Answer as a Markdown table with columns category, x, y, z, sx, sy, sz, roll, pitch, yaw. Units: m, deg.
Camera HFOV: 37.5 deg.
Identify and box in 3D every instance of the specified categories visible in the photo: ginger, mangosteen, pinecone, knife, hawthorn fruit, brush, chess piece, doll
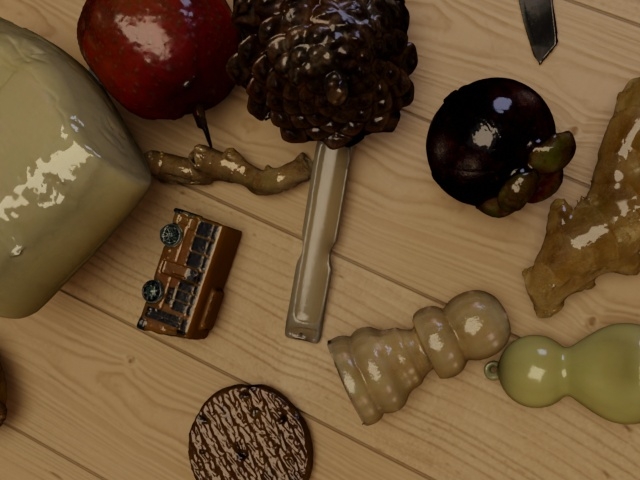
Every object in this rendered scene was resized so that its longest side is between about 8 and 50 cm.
| category | x | y | z | sx | sy | sz | roll | pitch | yaw |
| --- | --- | --- | --- | --- | --- | --- | --- | --- | --- |
| ginger | 0.442 | -0.068 | 1.337 | 0.348 | 0.122 | 0.363 | -13 | 92 | 4 |
| mangosteen | 0.250 | -0.132 | 1.349 | 0.209 | 0.210 | 0.210 | -1 | 85 | 14 |
| pinecone | -0.002 | -0.300 | 1.393 | 0.242 | 0.298 | 0.296 | -27 | 47 | 49 |
| knife | 0.330 | -0.383 | 1.441 | 0.060 | 0.028 | 0.231 | -6 | 87 | 26 |
| hawthorn fruit | -0.237 | -0.279 | 1.470 | 0.254 | 0.254 | 0.300 | -20 | 97 | 12 |
| brush | 0.000 | 0.000 | 1.483 | 0.060 | 0.050 | 0.321 | 11 | 96 | 12 |
| ginger | -0.150 | -0.118 | 1.513 | 0.288 | 0.075 | 0.089 | 3 | 128 | 13 |
| chess piece | 0.152 | 0.156 | 1.390 | 0.260 | 0.143 | 0.143 | -27 | 80 | 6 |
| doll | 0.382 | 0.187 | 1.342 | 0.296 | 0.117 | 0.141 | -2 | 78 | 28 |

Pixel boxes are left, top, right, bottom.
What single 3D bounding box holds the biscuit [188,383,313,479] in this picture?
| category | x | y | z | sx | sy | sz | roll | pitch | yaw |
| --- | --- | --- | --- | --- | --- | --- | --- | --- | --- |
| biscuit | -0.109 | 0.331 | 1.485 | 0.212 | 0.036 | 0.212 | -1 | 87 | 14 |

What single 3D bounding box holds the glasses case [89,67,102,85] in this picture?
| category | x | y | z | sx | sy | sz | roll | pitch | yaw |
| --- | --- | --- | --- | --- | --- | --- | --- | --- | --- |
| glasses case | -0.350 | -0.349 | 1.594 | 0.067 | 0.045 | 0.179 | 6 | 88 | 15 |

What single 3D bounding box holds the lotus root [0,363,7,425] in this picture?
| category | x | y | z | sx | sy | sz | roll | pitch | yaw |
| --- | --- | --- | --- | --- | --- | --- | --- | --- | --- |
| lotus root | -0.643 | 0.214 | 1.558 | 0.291 | 0.193 | 0.193 | 43 | 96 | 14 |

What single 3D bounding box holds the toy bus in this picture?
| category | x | y | z | sx | sy | sz | roll | pitch | yaw |
| --- | --- | --- | --- | --- | --- | --- | --- | --- | --- |
| toy bus | -0.206 | 0.061 | 1.500 | 0.114 | 0.098 | 0.201 | 18 | 89 | 15 |

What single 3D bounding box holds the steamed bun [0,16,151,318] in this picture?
| category | x | y | z | sx | sy | sz | roll | pitch | yaw |
| --- | --- | --- | --- | --- | --- | --- | --- | --- | --- |
| steamed bun | -0.484 | -0.130 | 1.486 | 0.371 | 0.290 | 0.456 | -44 | 67 | 5 |
